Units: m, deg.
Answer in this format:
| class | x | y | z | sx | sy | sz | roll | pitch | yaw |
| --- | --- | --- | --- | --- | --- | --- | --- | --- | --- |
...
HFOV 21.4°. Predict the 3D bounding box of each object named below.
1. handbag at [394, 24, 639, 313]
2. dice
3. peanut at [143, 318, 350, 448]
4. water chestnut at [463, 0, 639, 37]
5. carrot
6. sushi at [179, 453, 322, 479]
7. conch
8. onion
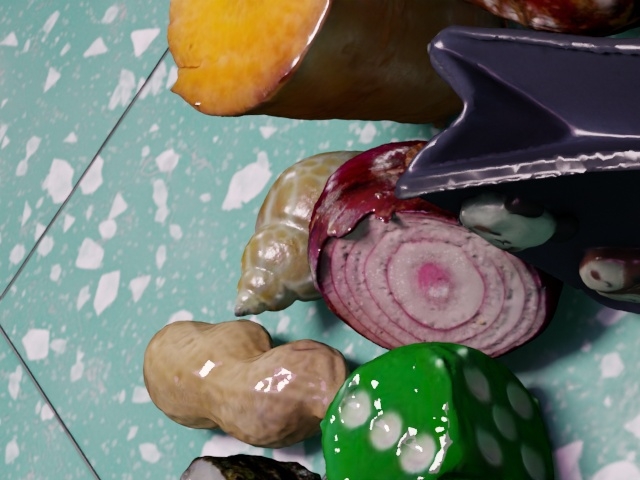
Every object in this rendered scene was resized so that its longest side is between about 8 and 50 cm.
| class | x | y | z | sx | sy | sz | roll | pitch | yaw |
| --- | --- | --- | --- | --- | --- | --- | --- | --- | --- |
| handbag | 0.247 | -0.026 | 1.044 | 0.329 | 0.303 | 0.122 | 7 | 78 | 44 |
| dice | 0.086 | 0.153 | 1.245 | 0.128 | 0.131 | 0.120 | -31 | 51 | 32 |
| peanut | -0.064 | 0.119 | 1.433 | 0.227 | 0.085 | 0.104 | 12 | 70 | 44 |
| water chestnut | 0.201 | -0.284 | 1.253 | 0.289 | 0.244 | 0.289 | -49 | 13 | 15 |
| carrot | 0.029 | -0.164 | 1.336 | 0.196 | 0.254 | 0.196 | -12 | 72 | 43 |
| sushi | -0.070 | 0.277 | 1.335 | 0.124 | 0.127 | 0.225 | 39 | 110 | 49 |
| conch | 0.003 | -0.015 | 1.418 | 0.173 | 0.106 | 0.116 | -27 | 74 | 16 |
| onion | 0.087 | 0.028 | 1.298 | 0.195 | 0.218 | 0.140 | 5 | 39 | 4 |
